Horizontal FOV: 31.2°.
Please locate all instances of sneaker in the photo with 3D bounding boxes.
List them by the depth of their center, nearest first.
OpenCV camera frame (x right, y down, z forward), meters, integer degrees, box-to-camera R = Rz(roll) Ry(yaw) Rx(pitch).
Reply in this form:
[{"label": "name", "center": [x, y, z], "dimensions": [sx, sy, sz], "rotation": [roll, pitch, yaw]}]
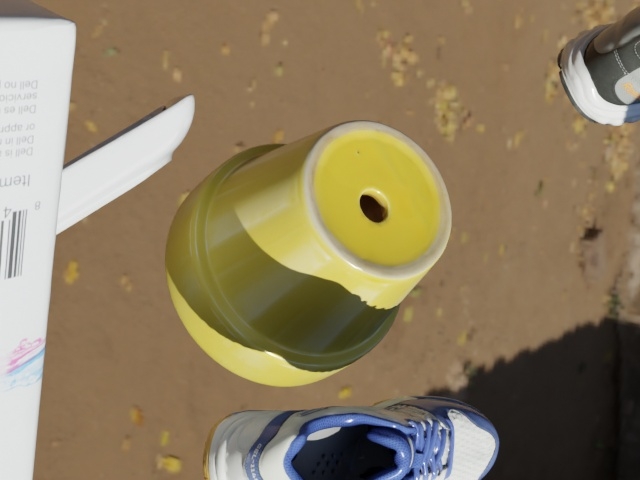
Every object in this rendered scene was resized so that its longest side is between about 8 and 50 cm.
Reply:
[{"label": "sneaker", "center": [0.327, -0.172, 0.958], "dimensions": [0.271, 0.108, 0.100], "rotation": [-25, 89, -30]}, {"label": "sneaker", "center": [0.054, 0.190, 0.965], "dimensions": [0.296, 0.131, 0.112], "rotation": [0, 83, -34]}]

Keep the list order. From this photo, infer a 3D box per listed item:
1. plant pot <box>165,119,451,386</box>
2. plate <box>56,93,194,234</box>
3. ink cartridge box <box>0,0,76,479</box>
[{"label": "plant pot", "center": [0.000, 0.000, 1.165], "dimensions": [0.253, 0.239, 0.254], "rotation": [11, 66, -25]}, {"label": "plate", "center": [-0.232, -0.036, 1.005], "dimensions": [0.277, 0.278, 0.045], "rotation": [-34, 101, -8]}, {"label": "ink cartridge box", "center": [-0.167, 0.029, 0.334], "dimensions": [0.154, 0.093, 0.213], "rotation": [-12, 120, -41]}]
